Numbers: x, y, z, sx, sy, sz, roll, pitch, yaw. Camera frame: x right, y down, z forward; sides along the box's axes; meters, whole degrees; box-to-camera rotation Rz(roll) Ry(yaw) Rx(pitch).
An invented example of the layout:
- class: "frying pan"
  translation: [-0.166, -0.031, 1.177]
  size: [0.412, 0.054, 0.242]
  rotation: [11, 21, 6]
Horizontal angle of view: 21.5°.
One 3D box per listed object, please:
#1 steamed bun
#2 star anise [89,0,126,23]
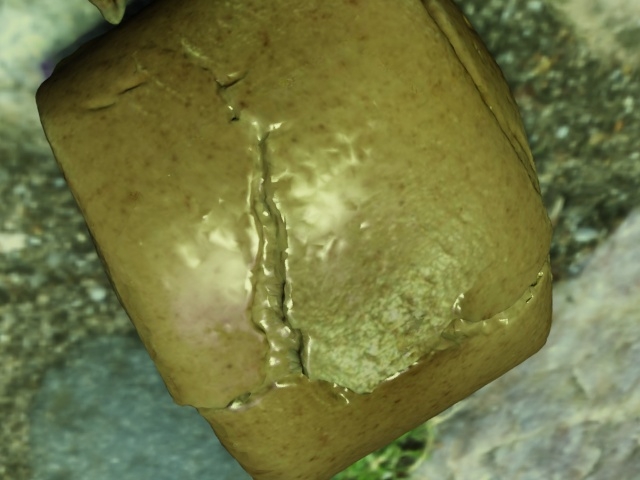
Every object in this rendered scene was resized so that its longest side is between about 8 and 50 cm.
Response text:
- class: "steamed bun"
  translation: [0.000, 0.000, 0.901]
  size: [0.251, 0.199, 0.301]
  rotation: [-25, 129, 6]
- class: "star anise"
  translation: [-0.129, -0.196, 0.786]
  size: [0.209, 0.089, 0.231]
  rotation: [-13, 137, -20]
